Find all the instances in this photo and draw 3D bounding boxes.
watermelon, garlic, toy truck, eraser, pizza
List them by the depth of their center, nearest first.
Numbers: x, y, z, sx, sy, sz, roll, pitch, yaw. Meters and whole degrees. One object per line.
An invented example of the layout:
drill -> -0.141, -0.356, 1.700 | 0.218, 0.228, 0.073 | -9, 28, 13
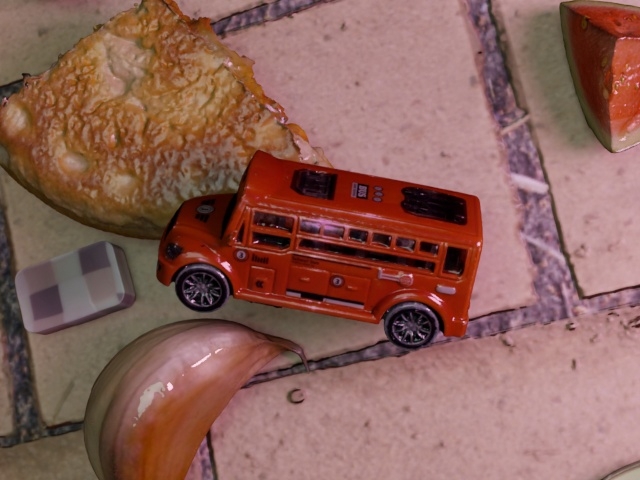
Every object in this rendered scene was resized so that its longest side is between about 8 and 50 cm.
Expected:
toy truck -> 0.000, 0.000, 0.914 | 0.252, 0.107, 0.114 | 11, 119, -1
watermelon -> 0.240, -0.153, 0.926 | 0.135, 0.094, 0.125 | 45, 102, 21
garlic -> -0.130, 0.130, 0.971 | 0.207, 0.115, 0.128 | -47, 67, 1
pizza -> -0.143, -0.112, 1.025 | 0.335, 0.086, 0.226 | 5, 86, 16
eraser -> -0.229, 0.045, 1.056 | 0.105, 0.026, 0.065 | -20, 74, 12

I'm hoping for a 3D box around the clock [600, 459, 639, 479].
clock -> 0.287, 0.283, 0.875 | 0.235, 0.029, 0.235 | -2, 80, 15
